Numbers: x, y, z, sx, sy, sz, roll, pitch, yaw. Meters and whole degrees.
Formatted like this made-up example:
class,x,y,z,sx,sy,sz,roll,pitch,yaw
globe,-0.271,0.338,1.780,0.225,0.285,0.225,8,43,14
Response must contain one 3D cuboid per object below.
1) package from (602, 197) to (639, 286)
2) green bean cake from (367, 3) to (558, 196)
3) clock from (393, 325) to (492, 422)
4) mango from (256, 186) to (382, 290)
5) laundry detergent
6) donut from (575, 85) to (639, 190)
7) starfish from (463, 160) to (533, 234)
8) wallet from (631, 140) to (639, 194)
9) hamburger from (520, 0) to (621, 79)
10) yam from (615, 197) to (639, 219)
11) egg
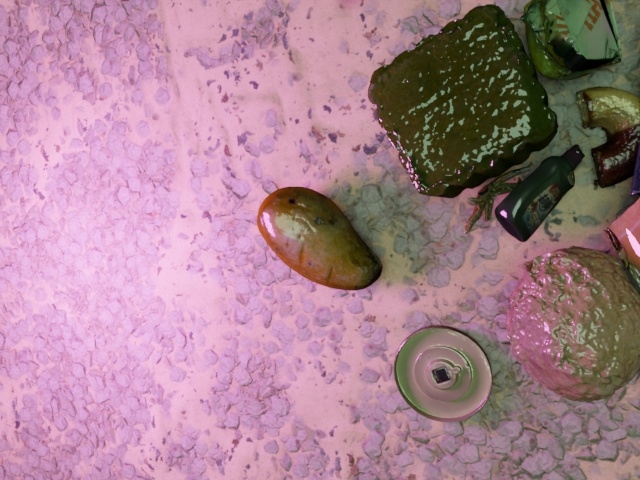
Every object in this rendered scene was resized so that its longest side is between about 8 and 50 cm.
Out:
class,x,y,z,sx,sy,sz,roll,pitch,yaw
package,0.654,0.073,0.914,0.165,0.222,0.311,-37,63,42
green bean cake,0.303,-0.286,1.093,0.319,0.218,0.334,-24,80,26
clock,0.294,0.323,1.230,0.235,0.029,0.234,1,95,18
mango,-0.005,0.002,1.242,0.329,0.175,0.177,44,138,-10
laundry detergent,0.479,-0.107,1.085,0.221,0.144,0.078,-47,46,3
donut,0.616,-0.229,1.049,0.141,0.085,0.217,-18,87,19
starfish,0.374,-0.087,1.106,0.208,0.175,0.053,-32,59,-17
wallet,0.706,-0.267,0.986,0.191,0.046,0.378,4,96,-22
hamburger,0.487,-0.429,1.025,0.235,0.125,0.214,-19,85,-18
yam,0.688,-0.002,1.054,0.068,0.068,0.169,-33,83,18
egg,0.517,0.169,1.026,0.280,0.279,0.310,-16,82,19
